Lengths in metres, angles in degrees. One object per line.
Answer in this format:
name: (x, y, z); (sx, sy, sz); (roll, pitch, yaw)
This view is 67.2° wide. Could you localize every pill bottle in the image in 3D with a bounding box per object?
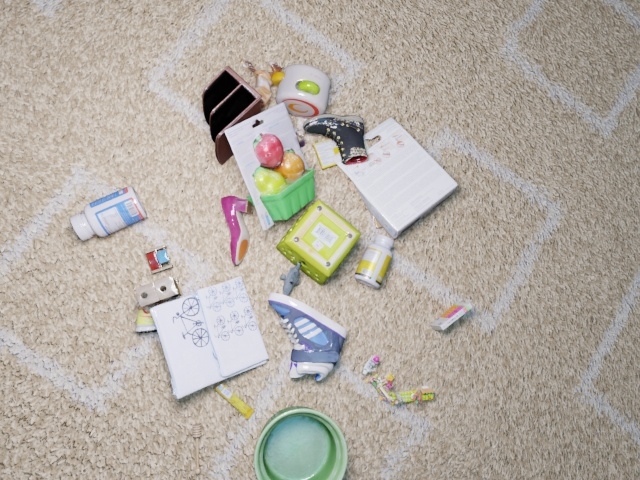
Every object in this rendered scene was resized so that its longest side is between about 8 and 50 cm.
pill bottle: (-0.717, -0.087, 1.635); (0.221, 0.124, 0.124); (-26, 87, -12)
pill bottle: (0.203, 0.075, 1.773); (0.103, 0.103, 0.184); (26, 78, -5)

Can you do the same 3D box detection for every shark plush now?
shark plush: (-0.091, 0.134, 1.700); (0.073, 0.161, 0.067); (33, 40, -13)

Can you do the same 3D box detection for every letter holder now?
letter holder: (-0.332, -0.410, 1.654); (0.152, 0.302, 0.214); (42, 78, -1)

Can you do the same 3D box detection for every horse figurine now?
horse figurine: (-0.231, -0.576, 1.779); (0.174, 0.066, 0.263); (24, 56, -35)

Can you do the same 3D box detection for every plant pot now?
plant pot: (0.000, 0.000, 1.698); (0.228, 0.207, 0.227); (39, 78, -1)

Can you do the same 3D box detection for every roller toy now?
roller toy: (-0.063, -0.553, 1.778); (0.209, 0.191, 0.146); (7, 79, 32)

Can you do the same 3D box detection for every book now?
book: (0.485, 0.282, 1.792); (0.144, 0.096, 0.035); (-34, 89, -12)

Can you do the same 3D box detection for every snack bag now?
snack bag: (-0.371, 0.315, 1.623); (0.342, 0.037, 0.323); (-15, 85, -31)

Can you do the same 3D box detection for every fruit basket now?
fruit basket: (-0.167, -0.259, 1.663); (0.327, 0.165, 0.353); (-44, 116, -45)

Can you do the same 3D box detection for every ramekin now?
ramekin: (-0.072, 0.705, 1.611); (0.303, 0.148, 0.303); (1, 82, -9)

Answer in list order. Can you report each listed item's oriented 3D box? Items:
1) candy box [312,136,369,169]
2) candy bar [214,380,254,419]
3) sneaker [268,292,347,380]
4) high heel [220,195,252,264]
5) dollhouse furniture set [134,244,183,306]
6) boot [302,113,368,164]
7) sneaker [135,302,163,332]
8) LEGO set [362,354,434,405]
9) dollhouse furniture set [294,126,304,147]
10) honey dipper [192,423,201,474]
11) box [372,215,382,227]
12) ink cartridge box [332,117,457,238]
candy box: (0.083, -0.350, 1.854); (0.206, 0.027, 0.105); (-19, 82, -12)
candy bar: (-0.298, 0.550, 1.663); (0.161, 0.018, 0.040); (42, 74, -1)
sneaker: (-0.081, 0.349, 1.671); (0.323, 0.130, 0.236); (31, 74, -9)
high heel: (-0.319, -0.038, 1.730); (0.117, 0.082, 0.244); (7, 93, 20)
dollhouse furniture set: (-0.563, 0.117, 1.626); (0.129, 0.129, 0.183); (-20, 86, -12)
boot: (0.060, -0.373, 1.789); (0.236, 0.085, 0.178); (-4, 69, -12)
sneaker: (-0.524, 0.256, 1.640); (0.208, 0.081, 0.094); (-5, 76, -12)
LEGO set: (0.278, 0.531, 1.716); (0.287, 0.107, 0.132); (31, 78, -4)
dollhouse furniture set: (-0.126, -0.391, 1.806); (0.114, 0.091, 0.081); (-22, 71, -9)
honey dipper: (-0.415, 0.701, 1.618); (0.030, 0.030, 0.160); (0, 85, -9)
box: (0.287, -0.146, 1.861); (0.201, 0.021, 0.164); (-13, 84, -11)
ink cartridge box: (0.276, -0.244, 1.838); (0.308, 0.091, 0.385); (-37, 74, -12)
